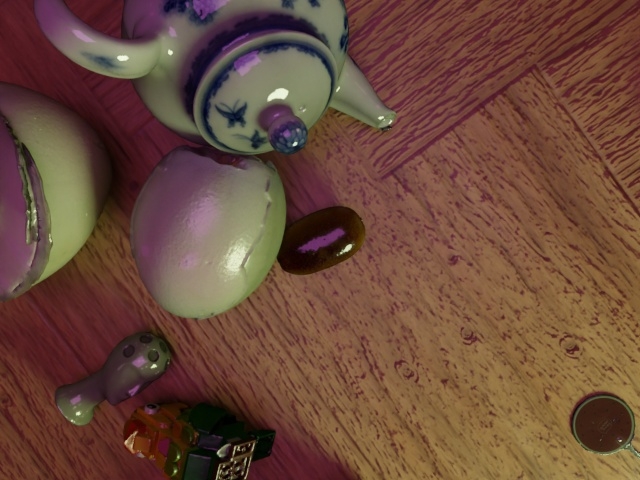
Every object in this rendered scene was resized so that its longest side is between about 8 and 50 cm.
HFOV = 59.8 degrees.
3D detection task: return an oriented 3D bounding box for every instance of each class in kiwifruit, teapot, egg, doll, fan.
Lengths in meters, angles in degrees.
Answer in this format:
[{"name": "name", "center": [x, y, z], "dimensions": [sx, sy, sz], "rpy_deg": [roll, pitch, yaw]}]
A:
[{"name": "kiwifruit", "center": [0.000, 0.000, 0.729], "dimensions": [0.124, 0.075, 0.075], "rpy_deg": [-26, 93, 9]}, {"name": "teapot", "center": [-0.081, -0.198, 0.610], "dimensions": [0.252, 0.423, 0.280], "rpy_deg": [-50, 53, 35]}, {"name": "egg", "center": [-0.385, -0.067, 0.706], "dimensions": [0.286, 0.174, 0.265], "rpy_deg": [-20, 93, 29]}, {"name": "doll", "center": [-0.167, 0.268, 0.740], "dimensions": [0.186, 0.134, 0.107], "rpy_deg": [14, 97, 9]}, {"name": "egg", "center": [-0.139, -0.004, 0.683], "dimensions": [0.182, 0.183, 0.217], "rpy_deg": [13, 103, 2]}, {"name": "fan", "center": [0.405, 0.268, 0.760], "dimensions": [0.133, 0.005, 0.085], "rpy_deg": [41, 95, 0]}]

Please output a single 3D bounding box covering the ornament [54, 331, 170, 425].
[{"name": "ornament", "center": [-0.276, 0.187, 0.759], "dimensions": [0.156, 0.075, 0.081], "rpy_deg": [-33, 51, 5]}]
